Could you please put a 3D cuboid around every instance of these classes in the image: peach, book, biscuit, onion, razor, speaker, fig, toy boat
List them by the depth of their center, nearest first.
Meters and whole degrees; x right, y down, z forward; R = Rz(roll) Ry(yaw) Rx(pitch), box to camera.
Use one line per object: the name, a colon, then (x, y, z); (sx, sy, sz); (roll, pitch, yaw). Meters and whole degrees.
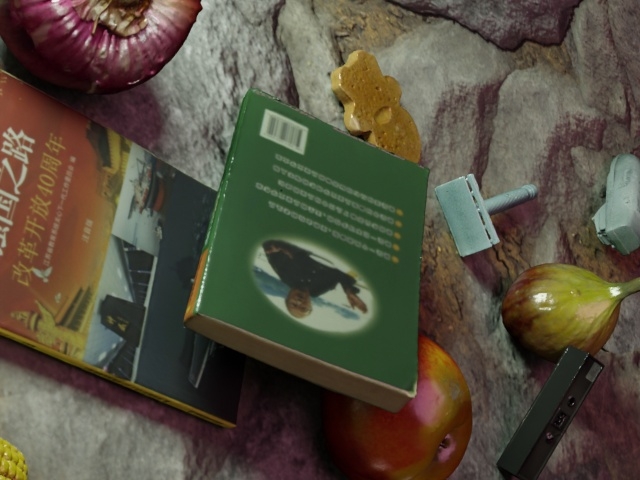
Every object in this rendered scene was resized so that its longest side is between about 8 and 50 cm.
book: (-0.213, 0.015, 1.230); (0.374, 0.028, 0.262); (30, 55, -35)
onion: (-0.242, -0.269, 1.236); (0.230, 0.163, 0.230); (-16, 116, -37)
book: (0.000, 0.000, 1.350); (0.260, 0.043, 0.371); (24, 44, -13)
peach: (0.082, 0.199, 1.393); (0.190, 0.192, 0.190); (-20, 124, -33)
speaker: (0.310, 0.235, 1.592); (0.040, 0.046, 0.191); (37, 83, -31)
biscuit: (0.079, -0.170, 1.608); (0.184, 0.027, 0.133); (48, 45, -23)
fig: (0.369, 0.107, 1.653); (0.160, 0.231, 0.143); (31, 73, -45)
razor: (0.260, -0.056, 1.728); (0.232, 0.068, 0.106); (-20, 89, -53)
toy boat: (0.501, -0.069, 1.973); (0.078, 0.085, 0.260); (50, 34, -20)

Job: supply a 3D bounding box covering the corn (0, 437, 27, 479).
corn: (-0.355, 0.171, 0.970); (0.244, 0.093, 0.093); (33, 52, -32)
